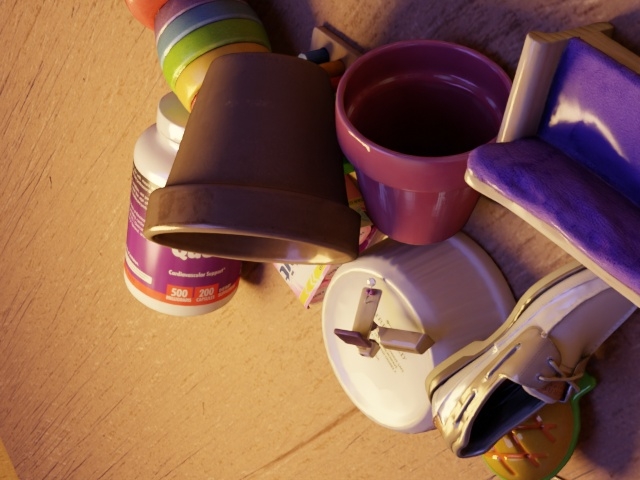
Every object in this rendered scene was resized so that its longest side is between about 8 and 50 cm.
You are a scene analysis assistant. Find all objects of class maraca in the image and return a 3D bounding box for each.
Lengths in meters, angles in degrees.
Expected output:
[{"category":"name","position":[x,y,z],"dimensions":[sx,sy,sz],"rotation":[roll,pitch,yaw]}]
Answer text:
[{"category":"maraca","position":[0.250,0.199,1.462],"dimensions":[0.127,0.099,0.185],"rotation":[30,104,30]}]

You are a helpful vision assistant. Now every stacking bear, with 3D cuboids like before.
[{"category":"stacking bear","position":[-0.131,-0.225,1.695],"dimensions":[0.164,0.175,0.289],"rotation":[72,176,-70]}]

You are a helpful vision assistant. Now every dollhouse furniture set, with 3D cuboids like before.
[{"category":"dollhouse furniture set","position":[0.092,0.094,1.479],"dimensions":[0.114,0.091,0.081],"rotation":[7,70,29]}]

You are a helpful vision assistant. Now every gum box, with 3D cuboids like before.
[{"category":"gum box","position":[0.000,0.000,1.732],"dimensions":[0.107,0.062,0.188],"rotation":[55,141,23]}]

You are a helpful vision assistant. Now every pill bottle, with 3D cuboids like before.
[{"category":"pill bottle","position":[-0.193,-0.057,1.865],"dimensions":[0.181,0.181,0.323],"rotation":[41,135,35]}]

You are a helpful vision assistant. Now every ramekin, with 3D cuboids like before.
[{"category":"ramekin","position":[0.115,0.118,1.576],"dimensions":[0.273,0.127,0.273],"rotation":[27,126,45]}]

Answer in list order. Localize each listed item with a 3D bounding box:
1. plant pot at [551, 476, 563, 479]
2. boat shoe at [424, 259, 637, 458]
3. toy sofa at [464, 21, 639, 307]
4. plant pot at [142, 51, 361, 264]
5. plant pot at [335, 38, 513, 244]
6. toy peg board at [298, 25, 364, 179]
[{"category":"plant pot","position":[0.271,0.358,1.503],"dimensions":[0.109,0.109,0.096],"rotation":[20,133,48]},{"category":"boat shoe","position":[0.242,0.131,1.362],"dimensions":[0.302,0.113,0.103],"rotation":[-45,38,31]},{"category":"toy sofa","position":[0.318,-0.055,1.184],"dimensions":[0.362,0.177,0.150],"rotation":[43,136,35]},{"category":"plant pot","position":[-0.075,-0.100,1.513],"dimensions":[0.263,0.263,0.229],"rotation":[-5,78,54]},{"category":"plant pot","position":[0.117,-0.100,1.436],"dimensions":[0.201,0.201,0.180],"rotation":[46,153,32]},{"category":"toy peg board","position":[0.008,-0.169,1.633],"dimensions":[0.160,0.079,0.161],"rotation":[42,135,35]}]
